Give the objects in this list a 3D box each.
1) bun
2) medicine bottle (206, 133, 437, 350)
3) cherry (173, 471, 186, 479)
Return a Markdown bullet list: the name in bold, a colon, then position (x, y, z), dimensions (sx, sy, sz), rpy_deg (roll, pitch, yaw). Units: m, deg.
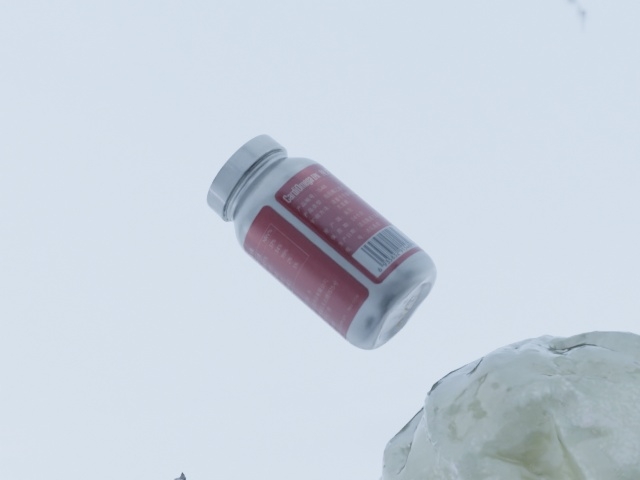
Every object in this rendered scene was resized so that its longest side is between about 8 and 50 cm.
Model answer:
- **bun**: position (0.176, 0.195, 1.420), dimensions (0.359, 0.211, 0.360), rpy_deg (-32, 164, -10)
- **medicine bottle**: position (0.000, 0.000, 1.946), dimensions (0.250, 0.131, 0.131), rpy_deg (40, 160, 16)
- **cherry**: position (-0.032, 0.287, 1.735), dimensions (0.148, 0.188, 0.115), rpy_deg (-30, 156, -14)
